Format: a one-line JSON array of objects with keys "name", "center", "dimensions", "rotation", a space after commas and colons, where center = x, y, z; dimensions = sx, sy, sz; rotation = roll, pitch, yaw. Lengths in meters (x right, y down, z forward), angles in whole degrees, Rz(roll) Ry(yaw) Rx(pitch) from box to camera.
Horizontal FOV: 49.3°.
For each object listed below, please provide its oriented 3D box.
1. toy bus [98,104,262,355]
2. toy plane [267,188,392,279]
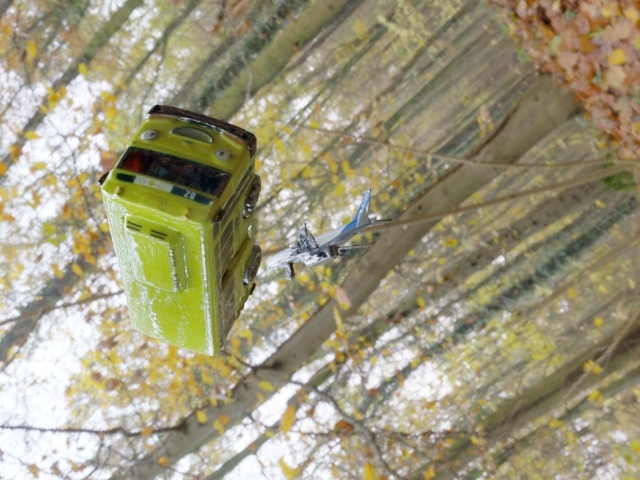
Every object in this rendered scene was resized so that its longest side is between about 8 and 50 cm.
[{"name": "toy bus", "center": [-0.145, -0.001, 0.761], "dimensions": [0.128, 0.262, 0.150], "rotation": [18, -129, 9]}, {"name": "toy plane", "center": [0.002, 0.002, 0.416], "dimensions": [0.078, 0.084, 0.024], "rotation": [14, -134, -57]}]
